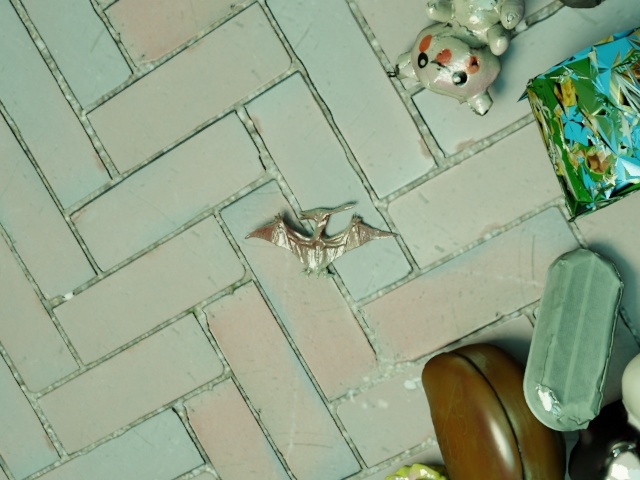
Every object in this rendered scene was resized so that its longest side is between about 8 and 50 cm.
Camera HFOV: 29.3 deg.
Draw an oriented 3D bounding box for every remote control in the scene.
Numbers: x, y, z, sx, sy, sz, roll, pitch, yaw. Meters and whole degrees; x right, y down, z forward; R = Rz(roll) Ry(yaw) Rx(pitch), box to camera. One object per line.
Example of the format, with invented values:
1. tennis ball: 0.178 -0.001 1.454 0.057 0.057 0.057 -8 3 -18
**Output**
1. remote control: 0.326 0.122 1.563 0.104 0.052 0.247 20 65 -9

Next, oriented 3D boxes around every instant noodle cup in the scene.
1. instant noodle cup: 0.366 -0.149 1.482 0.240 0.240 0.178 -26 88 21

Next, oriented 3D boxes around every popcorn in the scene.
1. popcorn: 0.132 0.381 1.725 0.126 0.126 0.145 33 104 16

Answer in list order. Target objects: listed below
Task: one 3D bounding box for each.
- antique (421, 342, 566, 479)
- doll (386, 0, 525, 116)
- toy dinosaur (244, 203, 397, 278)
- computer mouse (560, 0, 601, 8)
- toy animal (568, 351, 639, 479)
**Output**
1. antique: 0.235 0.264 1.624 0.223 0.129 0.278 108 143 -57
2. doll: 0.184 -0.261 1.577 0.149 0.095 0.192 32 112 15
3. toy dinosaur: 0.000 0.001 1.730 0.220 0.032 0.108 1 99 8
4. computer mouse: 0.305 -0.380 1.528 0.106 0.062 0.192 -29 91 22
5. toy animal: 0.450 0.250 1.541 0.212 0.212 0.267 36 110 8
